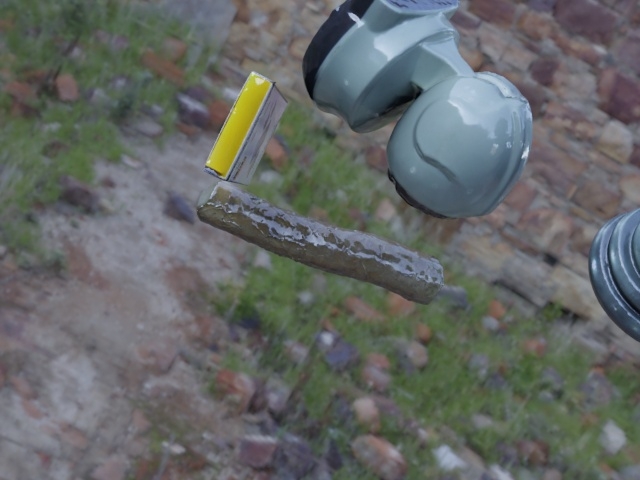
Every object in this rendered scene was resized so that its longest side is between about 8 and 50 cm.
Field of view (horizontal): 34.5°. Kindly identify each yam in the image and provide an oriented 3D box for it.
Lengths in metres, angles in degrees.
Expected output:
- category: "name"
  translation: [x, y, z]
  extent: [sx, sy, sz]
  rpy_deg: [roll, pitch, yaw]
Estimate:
- category: "yam"
  translation: [0.000, 0.000, 1.445]
  extent: [0.357, 0.081, 0.081]
  rpy_deg: [21, 16, -5]

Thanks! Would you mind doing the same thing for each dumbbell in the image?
- category: "dumbbell"
  translation: [0.419, -0.026, 1.039]
  extent: [0.179, 0.406, 0.179]
  rpy_deg: [8, 58, -13]

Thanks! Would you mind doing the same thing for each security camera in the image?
- category: "security camera"
  translation: [0.128, -0.154, 1.212]
  extent: [0.277, 0.191, 0.197]
  rpy_deg: [49, 36, 17]

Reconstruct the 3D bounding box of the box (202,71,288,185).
- category: "box"
  translation: [-0.086, -0.133, 1.282]
  extent: [0.033, 0.129, 0.247]
  rpy_deg: [26, 3, 2]
